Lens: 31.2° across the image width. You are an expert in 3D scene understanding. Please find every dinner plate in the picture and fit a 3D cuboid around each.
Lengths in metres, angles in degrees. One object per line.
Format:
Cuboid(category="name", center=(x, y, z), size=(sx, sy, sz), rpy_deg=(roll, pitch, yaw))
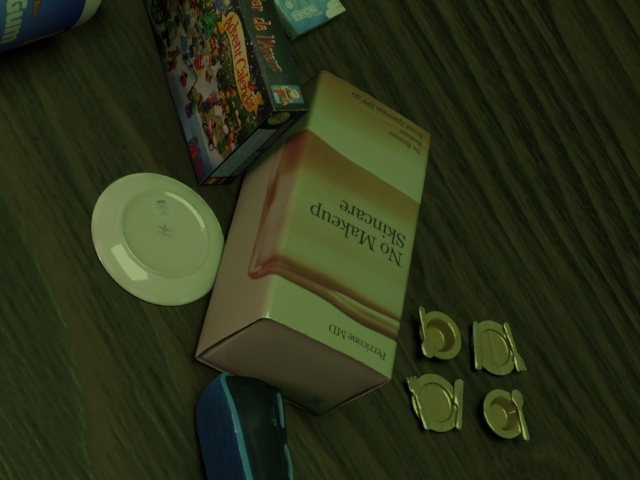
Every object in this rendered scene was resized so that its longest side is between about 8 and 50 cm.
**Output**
Cuboid(category="dinner plate", center=(-0.153, -0.005, 1.108), size=(0.141, 0.017, 0.141), rpy_deg=(17, 56, -27))

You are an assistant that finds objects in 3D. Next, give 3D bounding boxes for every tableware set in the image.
Cuboid(category="tableware set", center=(0.161, 0.144, 1.239), size=(0.168, 0.020, 0.141), rpy_deg=(12, 60, -29))

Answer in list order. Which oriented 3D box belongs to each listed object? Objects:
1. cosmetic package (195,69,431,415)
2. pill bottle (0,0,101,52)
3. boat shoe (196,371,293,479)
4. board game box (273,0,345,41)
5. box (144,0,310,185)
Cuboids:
Cuboid(category="cosmetic package", center=(0.000, 0.000, 1.133), size=(0.153, 0.129, 0.296), rpy_deg=(27, 54, -24))
Cuboid(category="pill bottle", center=(-0.295, -0.253, 1.052), size=(0.272, 0.152, 0.152), rpy_deg=(-30, 85, -40))
Cuboid(category="boat shoe", center=(-0.038, 0.236, 1.001), size=(0.089, 0.109, 0.258), rpy_deg=(6, 65, -36))
Cuboid(category="board game box", center=(-0.027, -0.287, 1.339), size=(0.090, 0.020, 0.090), rpy_deg=(-36, 90, -41))
Cuboid(category="box", center=(-0.101, -0.194, 1.148), size=(0.044, 0.159, 0.233), rpy_deg=(-6, 69, -36))
